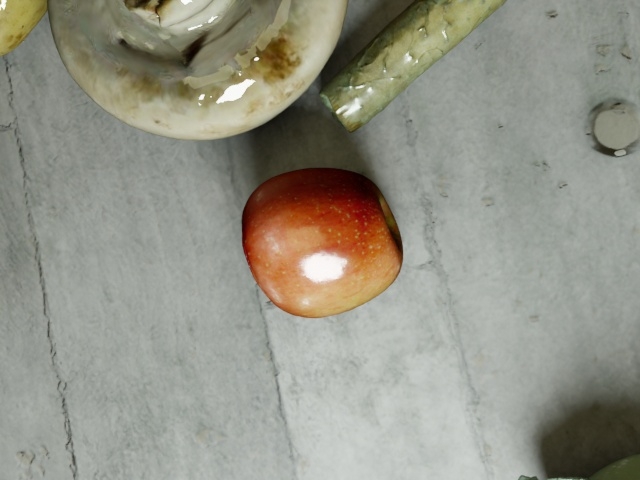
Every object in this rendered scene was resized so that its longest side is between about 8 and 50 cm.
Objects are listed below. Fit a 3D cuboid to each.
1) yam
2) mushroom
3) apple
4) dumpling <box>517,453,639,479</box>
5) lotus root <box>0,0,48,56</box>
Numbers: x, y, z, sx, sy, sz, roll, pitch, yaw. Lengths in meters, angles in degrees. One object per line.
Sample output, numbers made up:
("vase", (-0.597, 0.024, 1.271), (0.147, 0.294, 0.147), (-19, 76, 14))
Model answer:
("yam", (0.153, -0.274, 1.272), (0.371, 0.083, 0.083), (-44, 77, 3))
("mushroom", (-0.151, -0.299, 1.222), (0.362, 0.294, 0.362), (-1, 84, 12))
("apple", (0.000, 0.000, 1.208), (0.168, 0.181, 0.181), (-18, 79, 11))
("dumpling", (0.373, 0.318, 1.090), (0.320, 0.212, 0.270), (-2, 119, -3))
("lotus root", (-0.403, -0.366, 1.360), (0.160, 0.146, 0.284), (35, 87, -4))
